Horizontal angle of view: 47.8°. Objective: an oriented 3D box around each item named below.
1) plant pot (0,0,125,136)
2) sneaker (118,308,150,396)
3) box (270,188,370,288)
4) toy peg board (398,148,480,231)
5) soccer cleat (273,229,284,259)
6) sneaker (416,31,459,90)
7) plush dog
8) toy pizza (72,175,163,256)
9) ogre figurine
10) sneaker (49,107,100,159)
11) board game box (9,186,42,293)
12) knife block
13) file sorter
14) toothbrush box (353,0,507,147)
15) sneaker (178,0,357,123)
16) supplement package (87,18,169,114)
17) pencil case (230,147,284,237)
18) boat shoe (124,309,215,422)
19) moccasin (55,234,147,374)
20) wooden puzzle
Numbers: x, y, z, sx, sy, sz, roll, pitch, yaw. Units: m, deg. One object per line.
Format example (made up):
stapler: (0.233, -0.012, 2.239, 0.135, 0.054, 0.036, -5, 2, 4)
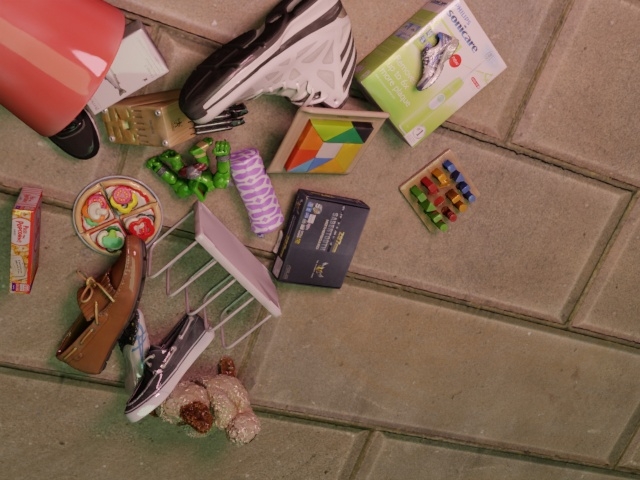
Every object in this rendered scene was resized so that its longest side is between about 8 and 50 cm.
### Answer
plant pot: (-0.520, -0.359, 1.262, 0.243, 0.275, 0.275, 32, 103, -36)
sneaker: (-0.448, 0.274, 1.794, 0.086, 0.085, 0.237, -16, 114, -43)
box: (0.000, 0.000, 1.773, 0.183, 0.059, 0.232, 9, 112, -31)
toy peg board: (0.311, -0.113, 1.807, 0.161, 0.079, 0.161, -38, 117, 4)
soccer cleat: (-0.100, 0.015, 1.787, 0.036, 0.029, 0.083, -10, 120, -14)
sneaker: (0.238, -0.387, 1.555, 0.058, 0.052, 0.135, 30, 95, -12)
plush dog: (-0.301, 0.404, 1.801, 0.225, 0.262, 0.210, 5, 84, -49)
toy pizza: (-0.465, -0.051, 1.663, 0.201, 0.032, 0.201, -5, 115, -12)
ogre figurine: (-0.282, -0.156, 1.626, 0.197, 0.097, 0.118, -21, 123, 0)
sneaker: (-0.560, -0.277, 1.488, 0.107, 0.124, 0.283, -29, 117, 0)
board game box: (-0.642, -0.002, 1.576, 0.045, 0.146, 0.193, 5, 112, -16)
knife block: (-0.306, -0.284, 1.585, 0.276, 0.242, 0.088, 8, 118, 31)
file sorter: (-0.252, 0.086, 1.692, 0.173, 0.193, 0.277, -38, 117, 8)
toothbrush box: (0.241, -0.387, 1.645, 0.283, 0.122, 0.206, -40, 116, 4)
sneaker: (-0.070, -0.324, 1.507, 0.447, 0.169, 0.257, -45, 124, -23)
supplement package: (-0.421, -0.360, 1.495, 0.179, 0.105, 0.105, -31, 123, 1)
pencil case: (-0.154, -0.114, 1.691, 0.088, 0.086, 0.206, 1, 121, 33)
boat shoe: (-0.381, 0.295, 1.742, 0.102, 0.108, 0.301, 49, 61, -18)
moccasin: (-0.512, 0.144, 1.685, 0.147, 0.139, 0.380, 22, 120, -23)
wooden puzzle: (0.016, -0.210, 1.615, 0.221, 0.044, 0.238, -2, 151, -29)
